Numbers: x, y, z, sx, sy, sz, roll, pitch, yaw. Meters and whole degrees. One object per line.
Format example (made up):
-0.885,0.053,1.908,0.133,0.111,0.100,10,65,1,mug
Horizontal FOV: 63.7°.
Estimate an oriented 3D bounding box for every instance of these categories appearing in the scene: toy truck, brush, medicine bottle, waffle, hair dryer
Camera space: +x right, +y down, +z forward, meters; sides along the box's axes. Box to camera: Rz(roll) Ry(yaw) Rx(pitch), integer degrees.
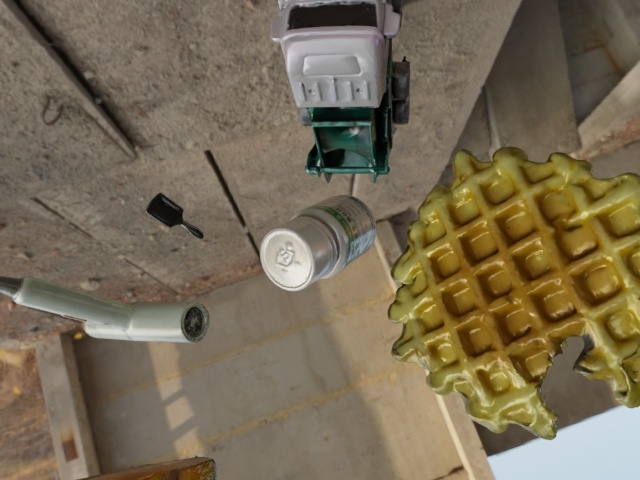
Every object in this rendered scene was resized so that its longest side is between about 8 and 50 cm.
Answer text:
0.024,-0.125,0.451,0.110,0.117,0.216,1,158,8,toy truck
-0.374,-0.054,1.362,0.063,0.016,0.193,-53,138,-4,brush
0.000,0.000,0.970,0.139,0.139,0.236,-32,177,34,medicine bottle
0.176,0.042,0.480,0.249,0.262,0.056,18,-175,36,waffle
-0.221,0.061,0.486,0.154,0.044,0.183,-6,157,29,hair dryer

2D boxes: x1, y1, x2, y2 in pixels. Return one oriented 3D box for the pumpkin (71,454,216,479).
-0.240,0.309,0.520,0.253,0.131,0.149,3,157,-40,pumpkin
